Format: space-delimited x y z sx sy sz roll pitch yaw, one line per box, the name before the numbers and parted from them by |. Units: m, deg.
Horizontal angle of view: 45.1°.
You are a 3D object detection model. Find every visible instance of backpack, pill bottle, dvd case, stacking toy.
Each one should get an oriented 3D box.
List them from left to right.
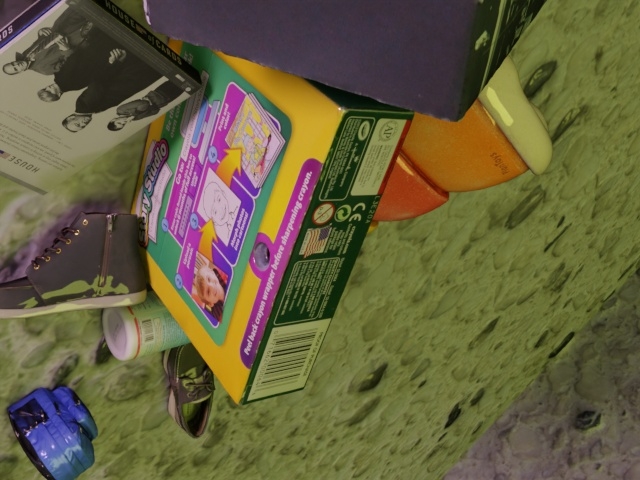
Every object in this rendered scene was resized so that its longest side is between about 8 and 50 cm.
dvd case | -0.266 -0.142 0.775 0.238 0.030 0.179 -29 149 19
backpack | -0.364 0.271 1.070 0.101 0.120 0.098 -35 142 -17
pill bottle | -0.220 0.111 1.095 0.160 0.087 0.087 -12 132 -39
stacking toy | 0.023 -0.114 1.014 0.479 0.351 0.350 -36 147 15

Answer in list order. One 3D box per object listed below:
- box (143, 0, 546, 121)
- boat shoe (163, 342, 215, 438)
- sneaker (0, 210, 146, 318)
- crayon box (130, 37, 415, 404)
box | 0.090 -0.434 0.585 0.480 0.297 0.472 -52 156 -41
boat shoe | -0.202 0.231 1.238 0.080 0.073 0.224 -21 137 -32
sneaker | -0.326 0.026 0.930 0.221 0.083 0.118 -5 97 -24
crayon box | -0.087 -0.057 0.876 0.106 0.313 0.363 -5 128 -39
